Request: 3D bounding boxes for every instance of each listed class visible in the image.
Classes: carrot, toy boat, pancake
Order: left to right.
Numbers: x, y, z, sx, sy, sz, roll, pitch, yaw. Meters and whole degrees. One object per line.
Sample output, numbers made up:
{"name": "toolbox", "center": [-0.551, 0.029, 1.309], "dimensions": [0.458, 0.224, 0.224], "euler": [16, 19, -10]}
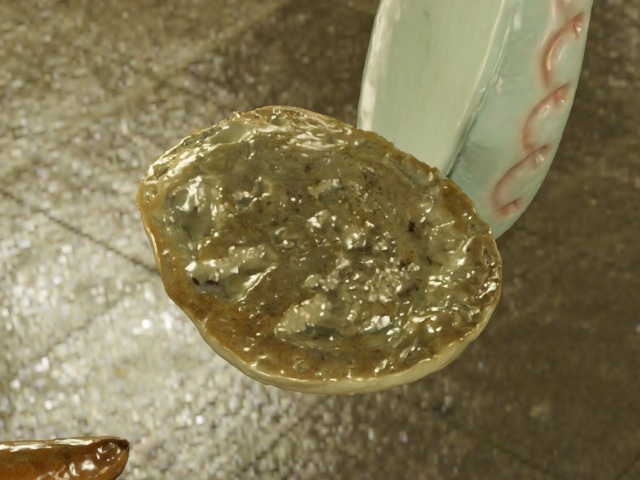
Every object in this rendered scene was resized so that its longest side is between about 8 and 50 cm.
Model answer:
{"name": "carrot", "center": [-0.171, 0.098, 0.610], "dimensions": [0.191, 0.047, 0.047], "euler": [-2, 38, 0]}
{"name": "pancake", "center": [0.001, -0.001, 0.617], "dimensions": [0.152, 0.025, 0.151], "euler": [7, 50, -9]}
{"name": "toy boat", "center": [0.081, -0.089, 0.722], "dimensions": [0.079, 0.207, 0.134], "euler": [4, 22, -26]}
